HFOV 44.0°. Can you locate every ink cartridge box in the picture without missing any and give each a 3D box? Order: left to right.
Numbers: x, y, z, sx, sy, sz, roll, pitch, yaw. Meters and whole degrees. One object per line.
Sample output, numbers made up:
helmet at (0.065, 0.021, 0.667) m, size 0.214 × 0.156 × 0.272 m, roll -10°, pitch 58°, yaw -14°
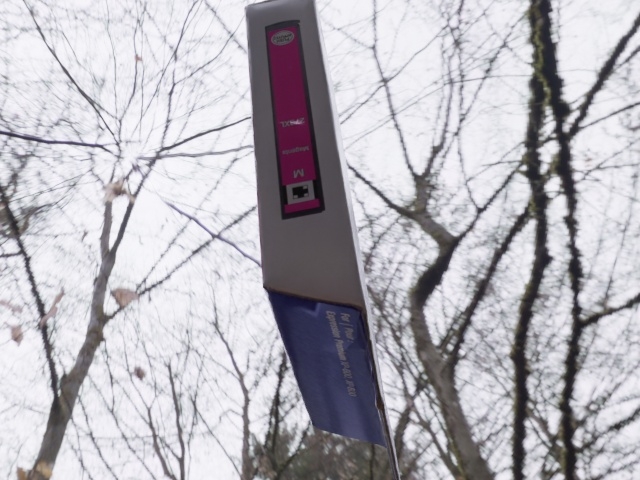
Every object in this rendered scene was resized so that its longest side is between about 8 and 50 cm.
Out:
ink cartridge box at (0.000, 0.000, 0.569) m, size 0.069 × 0.370 × 0.175 m, roll -12°, pitch -41°, yaw 2°
